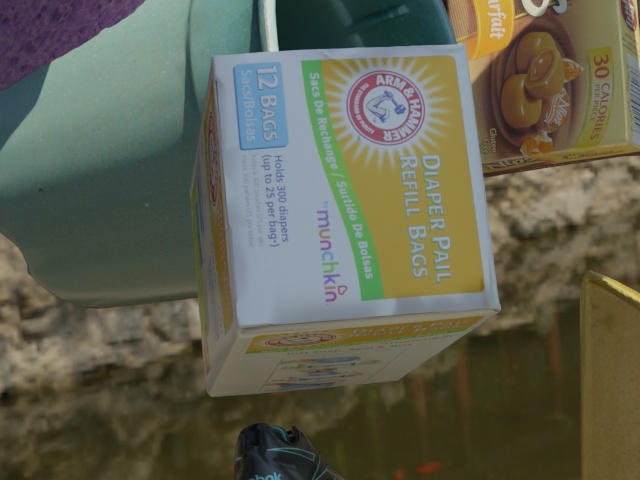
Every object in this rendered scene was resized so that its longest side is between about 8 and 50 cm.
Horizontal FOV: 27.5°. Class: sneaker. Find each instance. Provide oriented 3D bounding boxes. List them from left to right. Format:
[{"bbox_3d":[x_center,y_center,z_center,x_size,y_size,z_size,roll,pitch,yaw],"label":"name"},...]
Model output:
[{"bbox_3d":[-0.019,0.230,1.261,0.101,0.106,0.267,-15,-13,9],"label":"sneaker"}]

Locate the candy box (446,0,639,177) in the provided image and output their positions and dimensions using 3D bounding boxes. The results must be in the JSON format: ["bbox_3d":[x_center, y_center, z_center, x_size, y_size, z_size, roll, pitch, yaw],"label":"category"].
[{"bbox_3d":[0.229,-0.236,1.349,0.182,0.317,0.087,-6,-8,27],"label":"candy box"}]

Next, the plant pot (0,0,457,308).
[{"bbox_3d":[-0.087,-0.091,1.119,0.334,0.341,0.341,-14,2,29],"label":"plant pot"}]

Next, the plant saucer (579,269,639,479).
[{"bbox_3d":[0.357,0.221,1.235,0.081,0.333,0.333,-9,17,-15],"label":"plant saucer"}]

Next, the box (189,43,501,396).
[{"bbox_3d":[0.000,0.000,0.587,0.103,0.114,0.203,-4,-12,-9],"label":"box"}]

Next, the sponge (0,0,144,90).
[{"bbox_3d":[-0.132,-0.107,0.559,0.210,0.031,0.117,-43,-5,-43],"label":"sponge"}]
